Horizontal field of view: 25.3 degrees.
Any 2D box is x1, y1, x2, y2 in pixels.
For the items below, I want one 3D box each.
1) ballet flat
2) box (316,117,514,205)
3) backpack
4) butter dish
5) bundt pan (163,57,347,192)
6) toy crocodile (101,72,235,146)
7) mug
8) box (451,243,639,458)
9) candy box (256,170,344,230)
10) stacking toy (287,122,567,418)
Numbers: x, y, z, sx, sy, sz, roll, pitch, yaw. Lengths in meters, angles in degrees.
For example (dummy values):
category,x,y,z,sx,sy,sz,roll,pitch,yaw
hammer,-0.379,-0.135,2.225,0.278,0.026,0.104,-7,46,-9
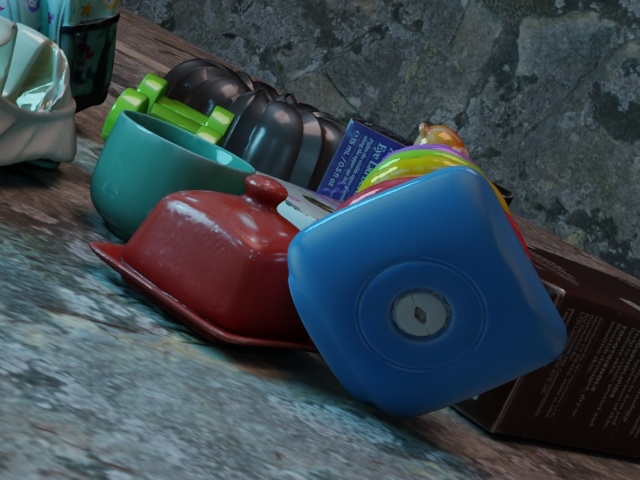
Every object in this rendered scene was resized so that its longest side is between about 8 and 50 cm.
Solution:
category,x,y,z,sx,sy,sz,roll,pitch,yaw
ballet flat,-0.279,-0.128,1.226,0.139,0.139,0.400,26,8,3
box,0.102,-0.033,1.682,0.207,0.153,0.108,26,9,10
backpack,-0.337,-0.282,1.596,0.225,0.253,0.191,31,30,26
butter dish,-0.062,0.006,1.080,0.160,0.118,0.160,31,9,33
bundt pan,-0.083,-0.147,1.948,0.331,0.124,0.331,26,8,-4
toy crocodile,-0.170,-0.104,1.554,0.115,0.105,0.340,26,13,-3
mug,-0.129,-0.042,1.253,0.129,0.097,0.158,29,8,22
box,0.230,0.098,1.320,0.381,0.143,0.191,19,10,-48
candy box,0.000,0.000,1.463,0.196,0.070,0.165,19,11,-43
stacking toy,0.084,-0.018,1.118,0.175,0.166,0.302,59,20,-22
